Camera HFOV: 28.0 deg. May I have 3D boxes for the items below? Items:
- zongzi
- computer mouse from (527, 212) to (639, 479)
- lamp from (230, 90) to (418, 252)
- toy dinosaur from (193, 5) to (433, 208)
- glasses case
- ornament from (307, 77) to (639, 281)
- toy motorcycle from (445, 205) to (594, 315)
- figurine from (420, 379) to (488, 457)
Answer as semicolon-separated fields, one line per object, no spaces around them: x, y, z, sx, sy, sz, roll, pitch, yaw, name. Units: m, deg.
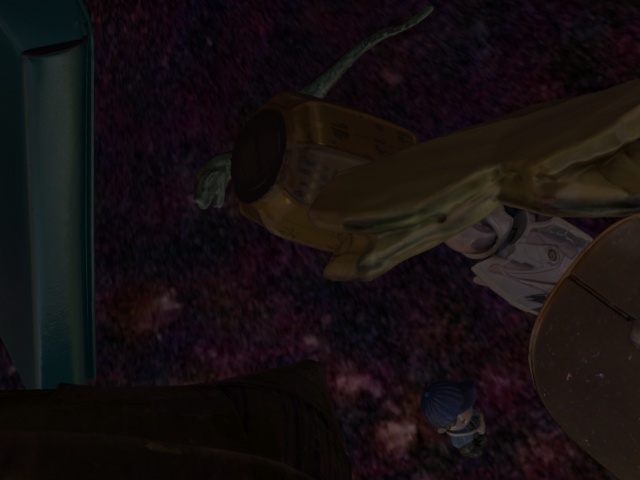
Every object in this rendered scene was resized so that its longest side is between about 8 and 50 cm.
-0.109;0.102;0.618;0.274;0.300;0.145;27;118;-17;zongzi
0.169;0.069;0.505;0.199;0.045;0.102;38;90;-23;computer mouse
0.010;-0.069;1.351;0.185;0.161;0.161;17;107;-35;lamp
-0.003;-0.155;1.651;0.383;0.076;0.129;-42;148;-8;toy dinosaur
-0.193;-0.029;0.912;0.070;0.117;0.301;-12;131;-26;glasses case
0.101;-0.043;0.707;0.201;0.180;0.059;-14;107;19;ornament
0.228;0.031;1.346;0.254;0.112;0.112;30;102;-12;toy motorcycle
0.188;0.249;1.819;0.079;0.077;0.136;10;144;26;figurine
